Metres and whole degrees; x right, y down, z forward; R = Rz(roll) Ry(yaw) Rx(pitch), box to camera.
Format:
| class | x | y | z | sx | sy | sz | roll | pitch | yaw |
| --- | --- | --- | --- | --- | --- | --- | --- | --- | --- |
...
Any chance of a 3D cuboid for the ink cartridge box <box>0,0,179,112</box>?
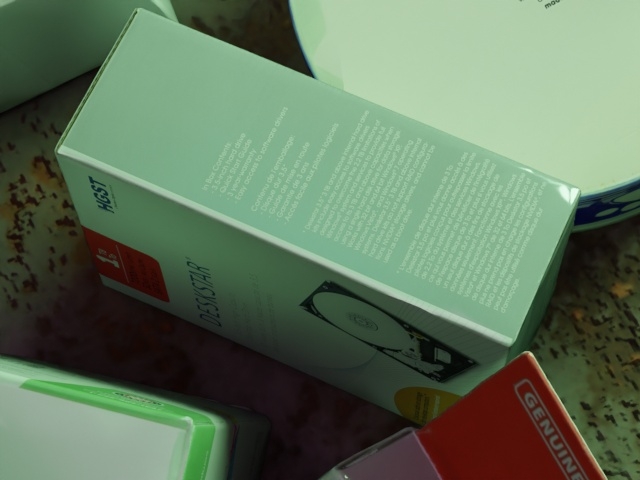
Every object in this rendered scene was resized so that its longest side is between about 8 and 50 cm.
| class | x | y | z | sx | sy | sz | roll | pitch | yaw |
| --- | --- | --- | --- | --- | --- | --- | --- | --- | --- |
| ink cartridge box | -0.206 | -0.200 | 0.951 | 0.168 | 0.171 | 0.233 | -23 | 81 | 5 |

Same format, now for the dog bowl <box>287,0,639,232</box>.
| class | x | y | z | sx | sy | sz | roll | pitch | yaw |
| --- | --- | --- | --- | --- | --- | --- | --- | --- | --- |
| dog bowl | 0.116 | -0.140 | 0.931 | 0.264 | 0.104 | 0.265 | -1 | 83 | 8 |

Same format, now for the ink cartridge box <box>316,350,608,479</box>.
| class | x | y | z | sx | sy | sz | roll | pitch | yaw |
| --- | --- | --- | --- | --- | --- | --- | --- | --- | --- |
| ink cartridge box | 0.091 | 0.217 | 0.830 | 0.060 | 0.239 | 0.275 | -24 | 78 | -30 |

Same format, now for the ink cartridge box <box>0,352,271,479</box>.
| class | x | y | z | sx | sy | sz | roll | pitch | yaw |
| --- | --- | --- | --- | --- | --- | --- | --- | --- | --- |
| ink cartridge box | -0.122 | 0.112 | 0.879 | 0.154 | 0.212 | 0.093 | 13 | 88 | 9 |

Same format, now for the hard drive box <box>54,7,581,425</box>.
| class | x | y | z | sx | sy | sz | roll | pitch | yaw |
| --- | --- | --- | --- | --- | --- | --- | --- | --- | --- |
| hard drive box | 0.000 | 0.000 | 0.884 | 0.232 | 0.181 | 0.089 | 23 | 70 | 11 |
